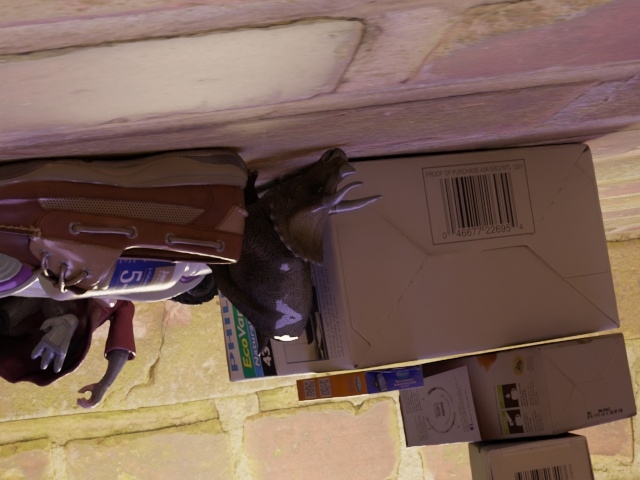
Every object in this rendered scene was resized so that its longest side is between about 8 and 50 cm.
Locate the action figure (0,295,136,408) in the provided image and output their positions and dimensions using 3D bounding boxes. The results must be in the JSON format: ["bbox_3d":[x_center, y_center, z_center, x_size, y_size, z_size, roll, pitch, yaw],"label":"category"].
[{"bbox_3d":[-0.364,0.078,1.985,0.248,0.276,0.370,36,-159,9],"label":"action figure"}]

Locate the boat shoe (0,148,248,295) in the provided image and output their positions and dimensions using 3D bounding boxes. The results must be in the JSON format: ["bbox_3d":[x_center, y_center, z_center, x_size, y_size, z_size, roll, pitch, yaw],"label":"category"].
[{"bbox_3d":[-0.216,-0.010,1.248,0.324,0.117,0.123,-6,176,-15],"label":"boat shoe"}]

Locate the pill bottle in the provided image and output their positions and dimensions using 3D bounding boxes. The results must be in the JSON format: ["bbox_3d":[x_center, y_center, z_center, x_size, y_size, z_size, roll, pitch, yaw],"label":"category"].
[{"bbox_3d":[-0.204,0.002,1.488,0.186,0.112,0.112,-5,175,-34],"label":"pill bottle"}]

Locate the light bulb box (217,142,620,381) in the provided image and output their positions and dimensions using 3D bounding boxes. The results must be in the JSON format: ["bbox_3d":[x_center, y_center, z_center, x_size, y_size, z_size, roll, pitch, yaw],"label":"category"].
[{"bbox_3d":[0.097,0.034,1.667,0.357,0.225,0.361,-6,176,-26],"label":"light bulb box"}]

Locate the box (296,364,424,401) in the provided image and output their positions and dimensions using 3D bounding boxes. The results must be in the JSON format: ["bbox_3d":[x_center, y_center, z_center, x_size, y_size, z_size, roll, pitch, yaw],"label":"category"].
[{"bbox_3d":[0.046,0.152,1.483,0.081,0.028,0.136,-3,175,-38],"label":"box"}]

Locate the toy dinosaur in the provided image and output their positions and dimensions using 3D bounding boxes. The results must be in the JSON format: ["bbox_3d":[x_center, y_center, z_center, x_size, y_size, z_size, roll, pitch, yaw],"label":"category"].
[{"bbox_3d":[-0.058,0.034,1.431,0.121,0.314,0.160,-21,-132,-36],"label":"toy dinosaur"}]

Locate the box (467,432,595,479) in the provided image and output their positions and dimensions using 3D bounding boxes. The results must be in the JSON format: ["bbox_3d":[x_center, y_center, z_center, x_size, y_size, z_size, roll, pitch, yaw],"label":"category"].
[{"bbox_3d":[0.234,0.267,1.566,0.113,0.094,0.275,-9,175,-1],"label":"box"}]

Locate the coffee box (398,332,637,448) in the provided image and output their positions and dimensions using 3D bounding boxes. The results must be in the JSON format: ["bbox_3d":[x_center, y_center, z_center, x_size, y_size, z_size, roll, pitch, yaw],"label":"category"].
[{"bbox_3d":[0.218,0.173,1.589,0.141,0.098,0.246,-4,173,-37],"label":"coffee box"}]

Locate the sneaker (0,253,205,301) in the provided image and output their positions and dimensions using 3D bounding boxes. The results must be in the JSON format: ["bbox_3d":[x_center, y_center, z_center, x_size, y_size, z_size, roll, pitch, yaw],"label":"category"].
[{"bbox_3d":[-0.286,0.011,1.628,0.305,0.114,0.152,2,-179,-12],"label":"sneaker"}]

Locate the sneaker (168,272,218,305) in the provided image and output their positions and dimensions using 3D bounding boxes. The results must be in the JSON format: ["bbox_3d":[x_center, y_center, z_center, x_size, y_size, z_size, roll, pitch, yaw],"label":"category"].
[{"bbox_3d":[-0.187,0.040,2.171,0.286,0.109,0.130,4,-175,-41],"label":"sneaker"}]
